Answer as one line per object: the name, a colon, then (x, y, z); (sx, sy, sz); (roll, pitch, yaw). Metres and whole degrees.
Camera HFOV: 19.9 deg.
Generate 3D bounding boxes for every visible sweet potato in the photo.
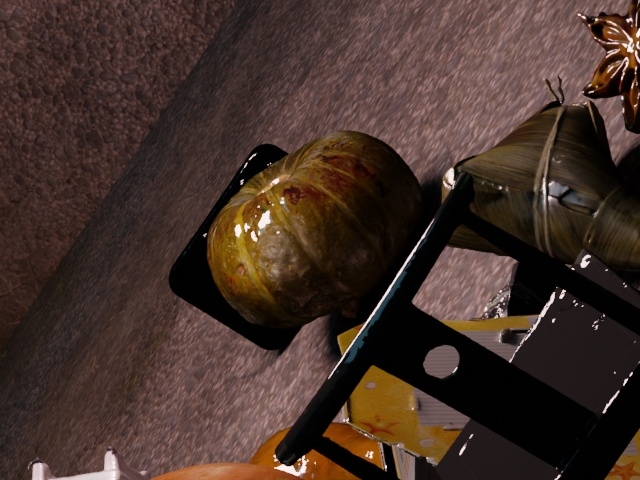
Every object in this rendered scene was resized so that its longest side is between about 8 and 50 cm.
sweet potato: (-0.009, 0.198, 1.407); (0.359, 0.112, 0.112); (-44, 20, 54)

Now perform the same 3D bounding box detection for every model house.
model house: (0.112, 0.147, 1.095); (0.219, 0.207, 0.136); (-102, 12, -65)

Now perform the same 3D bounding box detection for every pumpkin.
pumpkin: (0.000, 0.000, 1.709); (0.219, 0.162, 0.219); (-31, 12, 7)

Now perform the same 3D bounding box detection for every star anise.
star anise: (0.262, -0.162, 1.309); (0.191, 0.070, 0.097); (-48, 45, 33)

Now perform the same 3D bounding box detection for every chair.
chair: (0.118, 0.086, 0.879); (0.154, 0.260, 0.141); (-57, 14, 7)

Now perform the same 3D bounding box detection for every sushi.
sushi: (0.130, 0.074, 1.281); (0.083, 0.056, 0.084); (-38, 24, 55)

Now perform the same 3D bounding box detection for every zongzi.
zongzi: (0.201, -0.039, 1.264); (0.187, 0.184, 0.084); (-40, -46, -48)

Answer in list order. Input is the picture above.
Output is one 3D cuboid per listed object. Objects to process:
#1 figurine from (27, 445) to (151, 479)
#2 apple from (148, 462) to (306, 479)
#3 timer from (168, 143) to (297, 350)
figurine: (-0.266, 0.356, 1.922); (0.144, 0.182, 0.257); (68, -150, -52)
apple: (-0.071, 0.262, 1.237); (0.253, 0.253, 0.253); (-53, 15, 21)
timer: (-0.052, 0.006, 1.864); (0.187, 0.144, 0.055); (-54, 10, 18)
